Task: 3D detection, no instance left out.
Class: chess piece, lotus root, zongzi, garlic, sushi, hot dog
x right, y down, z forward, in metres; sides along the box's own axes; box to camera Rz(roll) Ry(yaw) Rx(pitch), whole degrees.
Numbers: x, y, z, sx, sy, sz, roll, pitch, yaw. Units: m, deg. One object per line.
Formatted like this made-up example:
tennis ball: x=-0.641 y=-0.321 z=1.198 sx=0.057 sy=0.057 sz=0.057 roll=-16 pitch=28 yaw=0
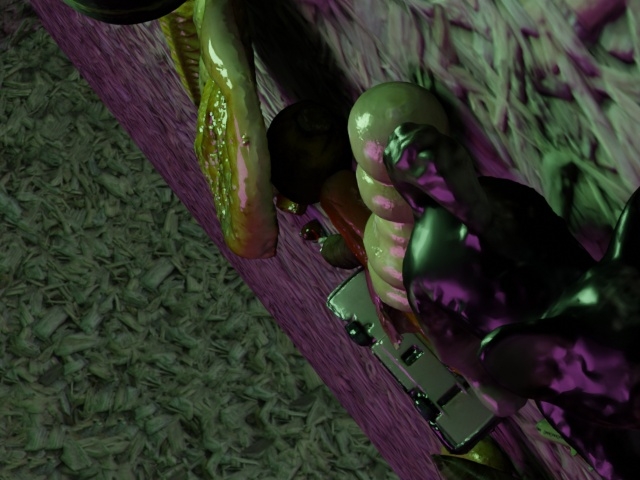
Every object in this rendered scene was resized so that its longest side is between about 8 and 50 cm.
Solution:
chess piece: x=0.092 y=-0.052 z=1.290 sx=0.143 sy=0.142 sz=0.261 roll=45 pitch=163 yaw=42
lotus root: x=-0.020 y=-0.110 z=1.631 sx=0.120 sy=0.120 sz=0.209 roll=50 pitch=164 yaw=19
zongzi: x=0.243 y=0.416 z=1.954 sx=0.300 sy=0.138 sz=0.286 roll=36 pitch=164 yaw=-11
garlic: x=0.115 y=0.070 z=1.732 sx=0.174 sy=0.099 sz=0.124 roll=66 pitch=177 yaw=-46
sushi: x=-0.047 y=-0.068 z=2.123 sx=0.050 sy=0.047 sz=0.099 roll=18 pitch=-178 yaw=-33
hot dog: x=0.125 y=0.040 z=1.532 sx=0.337 sy=0.100 sz=0.135 roll=50 pitch=178 yaw=25

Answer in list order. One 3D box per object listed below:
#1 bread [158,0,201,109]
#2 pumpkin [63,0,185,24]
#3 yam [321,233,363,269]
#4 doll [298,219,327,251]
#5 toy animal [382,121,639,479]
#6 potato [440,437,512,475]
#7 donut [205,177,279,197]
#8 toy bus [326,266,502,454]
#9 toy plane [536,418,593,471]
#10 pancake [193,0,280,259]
bread: x=-0.193 y=-0.298 z=1.920 sx=0.084 sy=0.077 sz=0.367 roll=54 pitch=172 yaw=19
pumpkin: x=-0.239 y=-0.385 z=1.337 sx=0.323 sy=0.241 sz=0.323 roll=53 pitch=169 yaw=15
yam: x=0.054 y=0.013 z=1.894 sx=0.061 sy=0.061 sz=0.274 roll=54 pitch=169 yaw=-5
doll: x=-0.003 y=-0.003 z=2.158 sx=0.058 sy=0.040 sz=0.085 roll=44 pitch=179 yaw=-21
toy animal: x=0.192 y=0.053 z=0.984 sx=0.344 sy=0.194 sz=0.303 roll=33 pitch=164 yaw=49
potato: x=0.263 y=0.376 z=2.107 sx=0.107 sy=0.080 sz=0.170 roll=70 pitch=167 yaw=-18
donut: x=-0.130 y=-0.113 z=2.122 sx=0.144 sy=0.126 sz=0.186 roll=63 pitch=167 yaw=14
toy bus: x=0.148 y=0.184 z=1.923 sx=0.317 sy=0.112 sz=0.138 roll=51 pitch=180 yaw=22
toy plane: x=0.305 y=0.241 z=1.546 sx=0.102 sy=0.040 sz=0.111 roll=59 pitch=170 yaw=-20
pancake: x=-0.118 y=-0.164 z=1.589 sx=0.387 sy=0.082 sz=0.387 roll=173 pitch=90 yaw=-79
